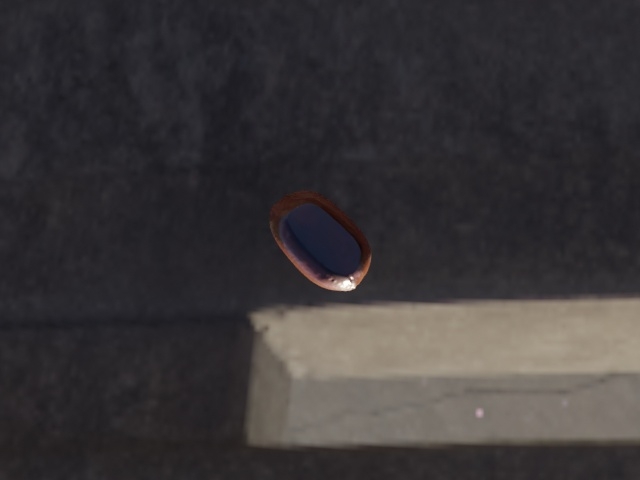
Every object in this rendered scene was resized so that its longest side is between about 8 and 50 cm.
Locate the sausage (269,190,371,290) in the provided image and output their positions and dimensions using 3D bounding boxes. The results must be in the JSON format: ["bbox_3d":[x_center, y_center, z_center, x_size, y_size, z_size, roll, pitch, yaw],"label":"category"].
[{"bbox_3d":[0.000,0.000,1.430,0.094,0.059,0.054,45,168,-3],"label":"sausage"}]
